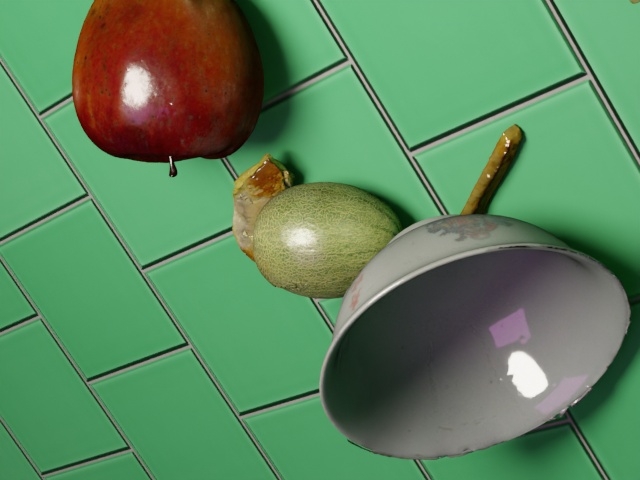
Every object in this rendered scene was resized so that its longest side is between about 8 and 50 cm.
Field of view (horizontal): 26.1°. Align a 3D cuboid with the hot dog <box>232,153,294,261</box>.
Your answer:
[{"bbox_3d":[-0.073,-0.046,1.672,0.078,0.061,0.169,-3,130,-13],"label":"hot dog"}]

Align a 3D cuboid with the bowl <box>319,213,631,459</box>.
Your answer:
[{"bbox_3d":[0.147,0.075,1.502,0.157,0.346,0.345,-110,28,-42],"label":"bowl"}]

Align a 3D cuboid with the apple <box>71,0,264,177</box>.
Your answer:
[{"bbox_3d":[-0.172,-0.185,1.553,0.234,0.234,0.234,18,128,24],"label":"apple"}]

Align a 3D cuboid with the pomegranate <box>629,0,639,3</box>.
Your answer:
[{"bbox_3d":[0.320,-0.276,1.189,0.187,0.187,0.225,34,161,11],"label":"pomegranate"}]

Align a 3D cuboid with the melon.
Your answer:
[{"bbox_3d":[0.000,0.000,1.597,0.192,0.139,0.139,1,121,15],"label":"melon"}]

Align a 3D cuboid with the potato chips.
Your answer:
[{"bbox_3d":[0.171,-0.050,1.530,0.037,0.026,0.204,48,136,16],"label":"potato chips"}]
